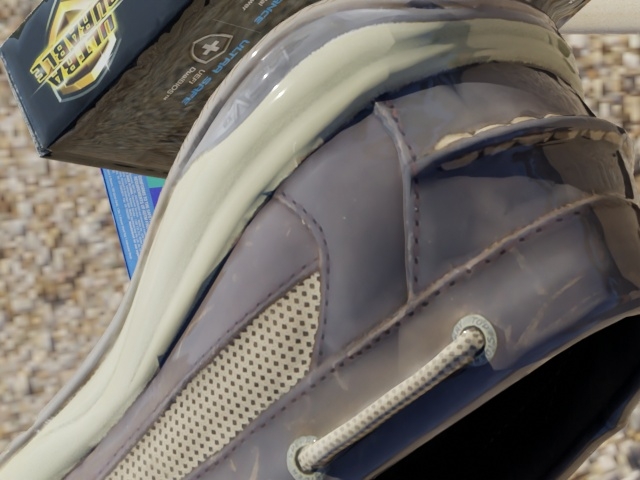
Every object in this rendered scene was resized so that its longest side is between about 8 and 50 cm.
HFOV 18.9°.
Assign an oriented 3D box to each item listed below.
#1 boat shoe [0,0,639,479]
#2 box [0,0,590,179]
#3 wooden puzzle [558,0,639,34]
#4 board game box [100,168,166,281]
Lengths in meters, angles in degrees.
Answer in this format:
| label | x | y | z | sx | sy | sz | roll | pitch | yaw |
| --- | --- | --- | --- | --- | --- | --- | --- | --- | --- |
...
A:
| label | x | y | z | sx | sy | sz | roll | pitch | yaw |
| --- | --- | --- | --- | --- | --- | --- | --- | --- | --- |
| boat shoe | -0.017 | 0.096 | 0.548 | 0.130 | 0.132 | 0.355 | 58 | 137 | 36 |
| box | 0.021 | -0.101 | 0.672 | 0.220 | 0.175 | 0.051 | -41 | 61 | 29 |
| wooden puzzle | 0.235 | -0.310 | 1.326 | 0.322 | 0.080 | 0.348 | 8 | 87 | 55 |
| board game box | 0.000 | 0.000 | 1.014 | 0.210 | 0.047 | 0.160 | -9 | 101 | 19 |
